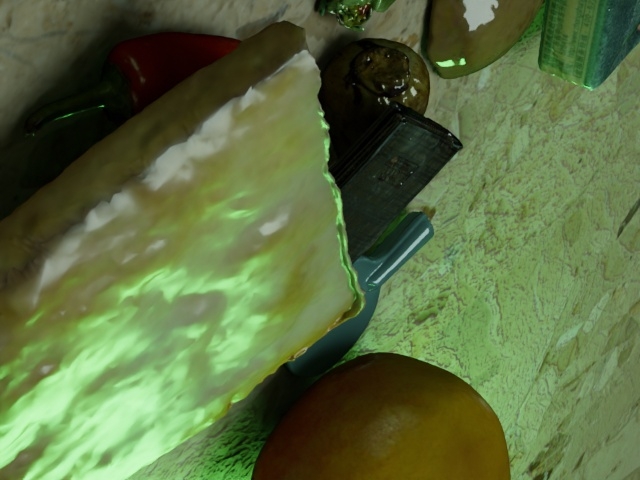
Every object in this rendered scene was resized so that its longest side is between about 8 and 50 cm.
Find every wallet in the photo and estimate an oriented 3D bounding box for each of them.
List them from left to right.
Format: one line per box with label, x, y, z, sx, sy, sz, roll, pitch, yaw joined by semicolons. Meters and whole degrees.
wallet;0.001;0.001;1.714;0.317;0.044;0.169;-45;157;12

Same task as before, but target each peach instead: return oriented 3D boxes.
peach;0.056;0.271;1.916;0.307;0.289;0.289;-2;120;-33

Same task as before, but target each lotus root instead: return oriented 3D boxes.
lotus root;0.049;-0.120;1.736;0.108;0.094;0.191;-3;144;-9

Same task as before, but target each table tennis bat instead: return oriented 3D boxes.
table tennis bat;0.039;0.055;1.937;0.237;0.038;0.149;-45;148;-18

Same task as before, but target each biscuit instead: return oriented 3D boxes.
biscuit;-0.152;0.058;1.488;0.446;0.104;0.429;-38;153;-7

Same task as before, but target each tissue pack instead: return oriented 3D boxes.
tissue pack;0.338;-0.355;1.957;0.228;0.103;0.316;-47;152;-43

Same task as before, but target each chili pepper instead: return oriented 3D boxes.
chili pepper;-0.095;-0.110;1.506;0.137;0.092;0.368;-53;151;14

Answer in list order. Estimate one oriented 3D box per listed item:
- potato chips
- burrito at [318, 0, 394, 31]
potato chips;0.193;-0.259;1.870;0.208;0.062;0.195;-29;137;-42
burrito;0.103;-0.287;1.704;0.288;0.054;0.104;-46;151;-28
